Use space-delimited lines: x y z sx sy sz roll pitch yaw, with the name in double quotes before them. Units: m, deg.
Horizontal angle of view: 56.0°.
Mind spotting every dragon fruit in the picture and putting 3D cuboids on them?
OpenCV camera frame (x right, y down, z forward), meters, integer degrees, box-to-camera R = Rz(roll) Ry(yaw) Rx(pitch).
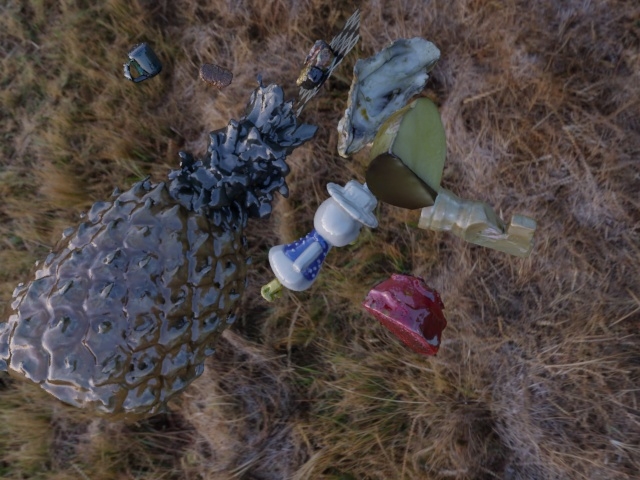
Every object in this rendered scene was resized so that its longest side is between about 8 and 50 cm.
"dragon fruit" 0.241 0.193 1.507 0.163 0.262 0.189 -41 34 6

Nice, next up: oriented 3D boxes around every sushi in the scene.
"sushi" 0.000 -0.467 1.512 0.050 0.290 0.264 33 120 -18

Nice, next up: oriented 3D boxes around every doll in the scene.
"doll" 0.000 0.000 1.107 0.119 0.138 0.293 42 105 1

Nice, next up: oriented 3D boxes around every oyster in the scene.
"oyster" 0.128 -0.306 1.295 0.166 0.110 0.341 26 76 -11

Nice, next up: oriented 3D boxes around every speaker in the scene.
"speaker" -0.410 -0.405 1.386 0.060 0.075 0.094 -13 45 24

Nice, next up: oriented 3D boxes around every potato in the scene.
"potato" 0.095 -0.102 0.670 0.066 0.096 0.103 -4 51 43

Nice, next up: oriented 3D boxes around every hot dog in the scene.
"hot dog" -0.260 -0.411 1.494 0.083 0.035 0.058 13 72 -18

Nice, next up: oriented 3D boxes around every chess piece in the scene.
"chess piece" 0.406 -0.044 1.553 0.301 0.137 0.137 21 81 9

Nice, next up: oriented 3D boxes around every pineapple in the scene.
"pineapple" -0.147 -0.005 0.611 0.202 0.202 0.362 31 85 19
